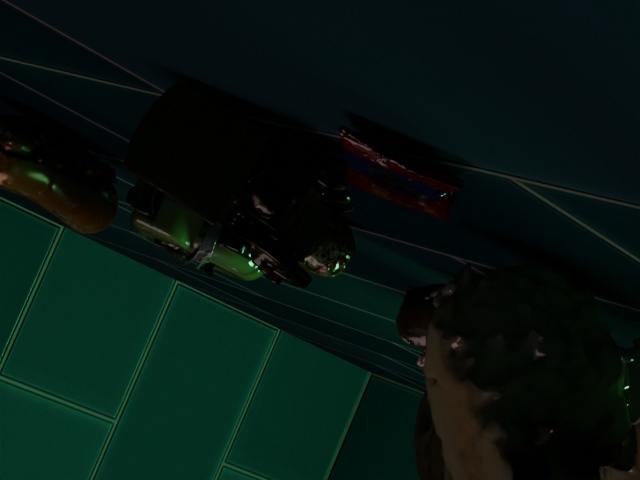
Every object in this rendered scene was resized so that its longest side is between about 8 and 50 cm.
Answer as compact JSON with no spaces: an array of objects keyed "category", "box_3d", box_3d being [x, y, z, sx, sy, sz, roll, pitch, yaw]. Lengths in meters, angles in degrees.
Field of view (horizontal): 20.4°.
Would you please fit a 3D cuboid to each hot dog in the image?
[{"category":"hot dog","box_3d":[-0.272,-0.075,1.856,0.102,0.076,0.249,61,-171,23]}]

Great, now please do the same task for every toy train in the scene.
[{"category":"toy train","box_3d":[-0.052,-0.037,1.273,0.137,0.090,0.225,33,176,6]}]

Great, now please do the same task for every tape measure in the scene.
[{"category":"tape measure","box_3d":[-0.115,-0.016,1.713,0.154,0.087,0.177,23,177,-7]}]

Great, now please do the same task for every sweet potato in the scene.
[{"category":"sweet potato","box_3d":[0.138,0.077,1.580,0.112,0.085,0.286,28,173,-4]}]

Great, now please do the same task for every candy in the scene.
[{"category":"candy","box_3d":[0.000,0.000,1.658,0.060,0.060,0.201,23,-178,-3]}]

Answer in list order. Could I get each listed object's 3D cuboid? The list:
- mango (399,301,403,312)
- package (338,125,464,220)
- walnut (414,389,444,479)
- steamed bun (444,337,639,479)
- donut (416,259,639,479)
[{"category":"mango","box_3d":[0.114,0.081,1.909,0.060,0.046,0.089,24,170,1]},{"category":"package","box_3d":[0.050,-0.041,1.158,0.083,0.022,0.200,23,176,4]},{"category":"walnut","box_3d":[0.224,0.233,1.987,0.248,0.248,0.248,23,174,2]},{"category":"steamed bun","box_3d":[0.213,0.192,1.501,0.225,0.200,0.170,-4,147,36]},{"category":"donut","box_3d":[0.220,0.167,1.217,0.150,0.307,0.371,-16,-169,-25]}]
